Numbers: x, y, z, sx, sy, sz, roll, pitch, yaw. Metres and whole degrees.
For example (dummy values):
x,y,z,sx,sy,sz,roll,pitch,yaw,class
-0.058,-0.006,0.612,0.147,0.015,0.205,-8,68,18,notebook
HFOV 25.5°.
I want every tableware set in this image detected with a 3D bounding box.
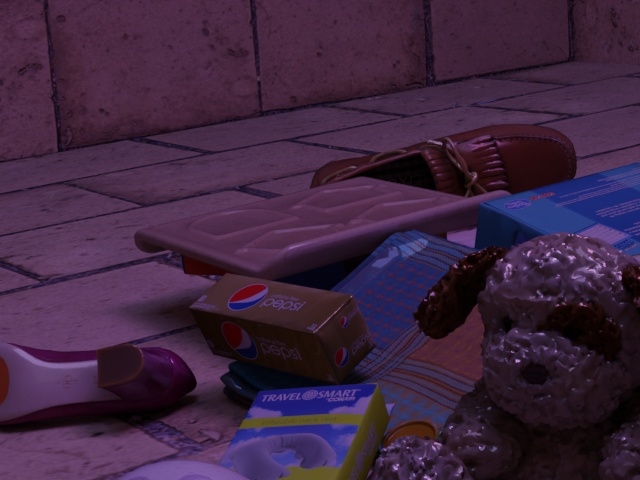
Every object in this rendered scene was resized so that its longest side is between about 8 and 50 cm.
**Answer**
x,y,z,sx,sy,sz,roll,pitch,yaw,class
0.046,0.169,1.117,0.154,0.024,0.104,-1,33,35,tableware set

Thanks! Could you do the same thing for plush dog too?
x,y,z,sx,sy,sz,roll,pitch,yaw,class
0.182,0.105,0.994,0.262,0.225,0.211,4,16,34,plush dog

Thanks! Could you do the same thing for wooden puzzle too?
x,y,z,sx,sy,sz,roll,pitch,yaw,class
0.000,0.000,1.620,0.322,0.080,0.348,-14,12,-30,wooden puzzle

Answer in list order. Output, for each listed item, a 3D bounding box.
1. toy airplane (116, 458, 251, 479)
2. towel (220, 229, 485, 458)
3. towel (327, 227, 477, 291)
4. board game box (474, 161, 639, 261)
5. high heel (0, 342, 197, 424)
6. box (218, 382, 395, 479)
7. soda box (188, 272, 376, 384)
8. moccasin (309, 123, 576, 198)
x,y,z,sx,sy,sz,roll,pitch,yaw,class
-0.052,0.218,0.502,0.386,0.272,0.384,-13,16,-32,toy airplane
0.105,0.095,1.277,0.271,0.040,0.370,-37,28,-25,towel
0.121,0.063,1.569,0.332,0.053,0.317,-12,16,-24,towel
0.362,0.029,1.425,0.254,0.079,0.336,-15,30,-36,board game box
-0.245,0.141,1.376,0.244,0.082,0.117,-14,-23,19,high heel
-0.016,0.167,1.088,0.109,0.042,0.178,-6,28,22,box
-0.037,0.079,1.313,0.181,0.061,0.058,7,41,46,soda box
0.169,-0.086,1.996,0.380,0.139,0.147,-3,14,8,moccasin
